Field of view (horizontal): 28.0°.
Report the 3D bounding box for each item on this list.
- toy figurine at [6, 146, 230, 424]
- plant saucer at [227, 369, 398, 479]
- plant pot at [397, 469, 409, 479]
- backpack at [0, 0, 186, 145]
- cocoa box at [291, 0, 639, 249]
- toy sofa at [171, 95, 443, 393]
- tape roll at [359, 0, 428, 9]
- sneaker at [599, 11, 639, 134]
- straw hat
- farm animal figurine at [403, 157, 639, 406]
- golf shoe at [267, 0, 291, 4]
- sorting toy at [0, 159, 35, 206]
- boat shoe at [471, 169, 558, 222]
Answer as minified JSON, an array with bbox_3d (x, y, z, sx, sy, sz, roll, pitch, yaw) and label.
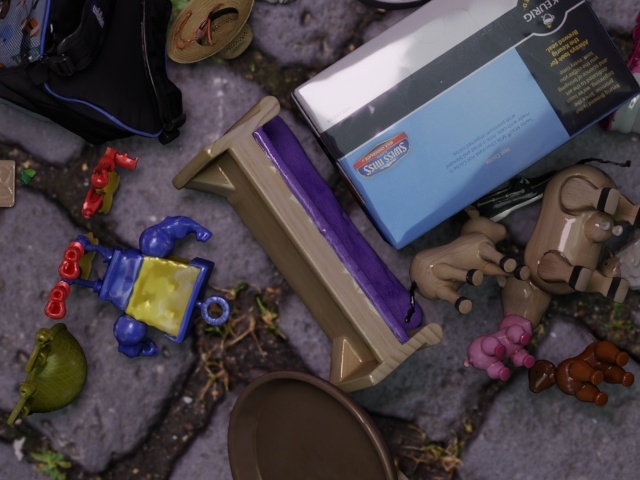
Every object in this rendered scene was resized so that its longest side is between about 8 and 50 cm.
[{"bbox_3d":[-0.225,0.088,1.605,0.217,0.191,0.362,19,93,-6],"label":"toy figurine"},{"bbox_3d":[-0.006,0.291,1.610,0.278,0.041,0.277,14,112,38],"label":"plant saucer"},{"bbox_3d":[0.097,0.383,1.660,0.096,0.109,0.109,-40,93,14],"label":"plant pot"},{"bbox_3d":[-0.295,-0.267,1.555,0.213,0.276,0.263,3,77,27],"label":"backpack"},{"bbox_3d":[0.168,-0.174,1.566,0.347,0.231,0.228,-33,93,1],"label":"cocoa box"},{"bbox_3d":[0.000,0.000,1.584,0.177,0.150,0.362,-37,93,-25],"label":"toy sofa"},{"bbox_3d":[0.097,-0.408,1.635,0.219,0.072,0.219,0,93,0],"label":"tape roll"},{"bbox_3d":[0.455,-0.239,1.640,0.111,0.103,0.252,23,99,-6],"label":"sneaker"},{"bbox_3d":[-0.123,-0.266,1.640,0.144,0.144,0.061,-47,131,2],"label":"straw hat"},{"bbox_3d":[0.273,0.034,1.594,0.330,0.172,0.326,39,82,-32],"label":"farm animal figurine"},{"bbox_3d":[-0.060,-0.393,1.639,0.086,0.069,0.176,11,91,5],"label":"golf shoe"},{"bbox_3d":[-0.414,-0.075,1.675,0.083,0.012,0.062,2,88,3],"label":"sorting toy"},{"bbox_3d":[0.255,-0.063,1.668,0.125,0.046,0.038,-29,97,9],"label":"boat shoe"}]
